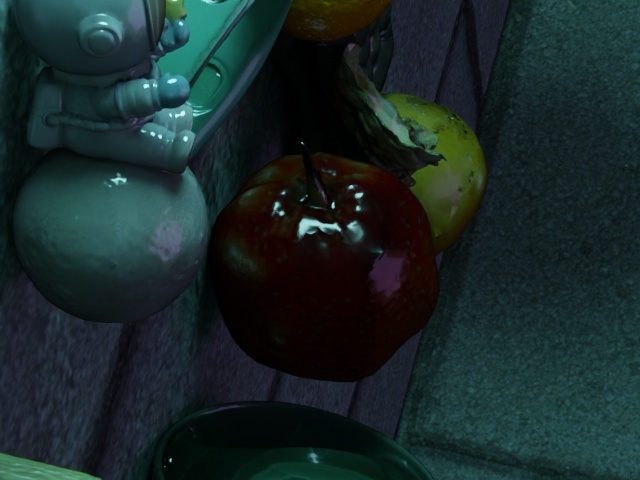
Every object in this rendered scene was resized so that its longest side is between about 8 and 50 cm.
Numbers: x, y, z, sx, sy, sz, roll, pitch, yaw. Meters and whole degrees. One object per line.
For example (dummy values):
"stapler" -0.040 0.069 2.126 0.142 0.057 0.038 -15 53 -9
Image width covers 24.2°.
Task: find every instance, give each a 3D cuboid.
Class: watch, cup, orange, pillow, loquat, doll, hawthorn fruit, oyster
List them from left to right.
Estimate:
"doll" -0.154 -0.085 1.053 0.151 0.151 0.287 -57 150 -58
"watch" -0.102 -0.140 1.218 0.237 0.068 0.195 -52 175 -8
"cup" -0.043 0.385 1.657 0.401 0.310 0.392 -45 152 -64
"hawthorn fruit" 0.000 0.000 1.585 0.254 0.254 0.300 -65 155 -43
"orange" 0.010 -0.294 1.491 0.193 0.161 0.193 13 90 -82
"pillow" 0.018 -0.233 1.747 0.326 0.101 0.228 83 21 -61
"oyster" 0.067 -0.116 1.653 0.161 0.107 0.233 63 9 16
"loquat" 0.098 -0.082 1.965 0.235 0.235 0.235 13 90 -78

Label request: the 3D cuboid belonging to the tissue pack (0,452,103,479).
"tissue pack" -0.250 0.247 0.785 0.167 0.200 0.274 0 103 -79
